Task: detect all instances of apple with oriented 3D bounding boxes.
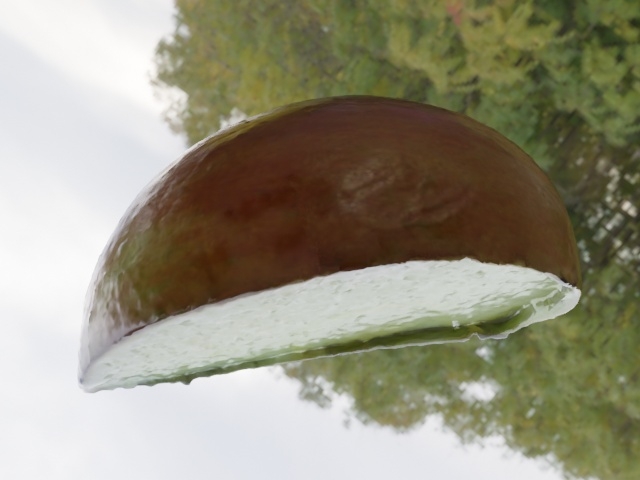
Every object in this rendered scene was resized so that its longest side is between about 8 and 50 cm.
[{"bbox_3d":[0.000,0.000,0.750,0.346,0.179,0.254,-8,-165,-3],"label":"apple"}]
